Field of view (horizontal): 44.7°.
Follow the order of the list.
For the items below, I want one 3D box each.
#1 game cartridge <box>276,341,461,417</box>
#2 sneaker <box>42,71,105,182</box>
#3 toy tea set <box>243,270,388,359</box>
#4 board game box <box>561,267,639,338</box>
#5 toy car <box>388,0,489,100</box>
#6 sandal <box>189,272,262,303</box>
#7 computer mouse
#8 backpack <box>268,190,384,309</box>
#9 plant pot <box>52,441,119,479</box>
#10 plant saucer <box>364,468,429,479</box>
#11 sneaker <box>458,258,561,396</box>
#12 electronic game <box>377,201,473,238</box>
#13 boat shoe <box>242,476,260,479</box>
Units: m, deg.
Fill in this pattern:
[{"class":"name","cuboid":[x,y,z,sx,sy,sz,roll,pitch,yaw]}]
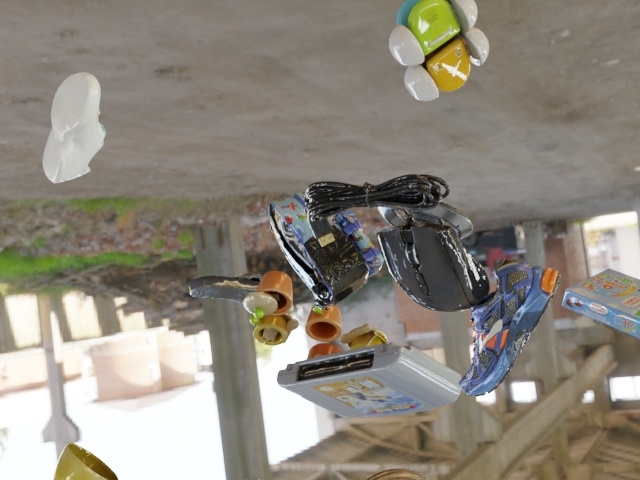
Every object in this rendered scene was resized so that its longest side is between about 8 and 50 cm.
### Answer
[{"class":"game cartridge","cuboid":[0.090,0.256,1.385,0.297,0.062,0.198,-20,135,42]},{"class":"sneaker","cuboid":[-0.396,-0.192,1.303,0.094,0.080,0.212,-14,146,-46]},{"class":"toy tea set","cuboid":[-0.030,0.205,1.529,0.336,0.124,0.200,35,129,-24]},{"class":"board game box","cuboid":[0.541,0.115,1.306,0.160,0.039,0.211,-16,-151,-42]},{"class":"toy car","cuboid":[0.193,-0.349,1.359,0.159,0.182,0.136,-36,-137,-2]},{"class":"sandal","cuboid":[-0.166,0.091,1.643,0.097,0.055,0.254,-22,158,32]},{"class":"computer mouse","cuboid":[0.083,0.022,0.895,0.184,0.060,0.262,0,148,27]},{"class":"backpack","cuboid":[0.000,0.000,1.160,0.117,0.173,0.158,-34,167,-7]},{"class":"plant pot","cuboid":[-0.503,0.500,1.619,0.134,0.095,0.134,37,170,7]},{"class":"plant saucer","cuboid":[0.147,0.606,1.583,0.277,0.278,0.041,-6,-173,-25]},{"class":"sneaker","cuboid":[0.231,0.111,1.019,0.087,0.221,0.083,31,-150,17]},{"class":"electronic game","cuboid":[0.246,-0.054,1.835,0.229,0.048,0.229,16,164,5]},{"class":"boat shoe","cuboid":[-0.164,0.597,1.592,0.083,0.076,0.226,2,-142,29]}]
